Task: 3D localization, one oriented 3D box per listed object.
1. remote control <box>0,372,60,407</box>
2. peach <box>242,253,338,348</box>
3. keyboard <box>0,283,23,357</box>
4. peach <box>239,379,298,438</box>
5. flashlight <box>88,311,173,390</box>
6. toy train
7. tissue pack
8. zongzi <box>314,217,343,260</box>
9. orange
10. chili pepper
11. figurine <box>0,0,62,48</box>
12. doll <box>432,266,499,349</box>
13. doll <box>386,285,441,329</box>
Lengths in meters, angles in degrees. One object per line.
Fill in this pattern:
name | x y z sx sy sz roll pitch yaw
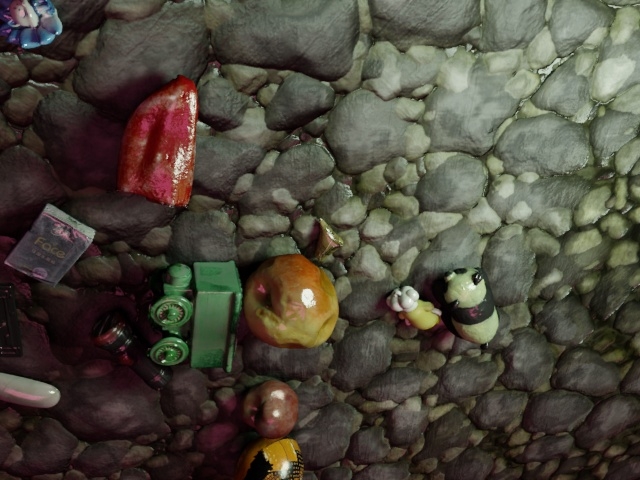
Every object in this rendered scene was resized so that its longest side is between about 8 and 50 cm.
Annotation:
remote control | -0.740 0.358 1.335 0.229 0.044 0.073 21 118 -24
peach | -0.062 0.149 1.274 0.214 0.214 0.235 -40 139 13
keyboard | -0.705 0.181 1.249 0.061 0.013 0.205 2 122 -14
peach | -0.125 0.449 1.478 0.151 0.152 0.152 -6 123 -9
flashlight | -0.437 0.268 1.321 0.092 0.093 0.232 -27 124 5
toy train | -0.286 0.170 1.257 0.201 0.145 0.266 2 122 -17
tissue pack | -0.553 0.011 1.152 0.112 0.051 0.156 36 109 -28
zongzi | 0.000 0.000 1.279 0.076 0.040 0.083 -38 110 20
orange | -0.140 0.637 1.534 0.182 0.234 0.235 27 114 -5
chili pepper | -0.303 -0.190 1.060 0.144 0.136 0.253 24 110 25
figurine | -0.482 -0.361 0.915 0.114 0.079 0.114 -1 97 -5
doll | 0.372 0.157 1.404 0.143 0.135 0.234 -24 120 1
doll | 0.236 0.172 1.420 0.106 0.062 0.162 -25 131 33
